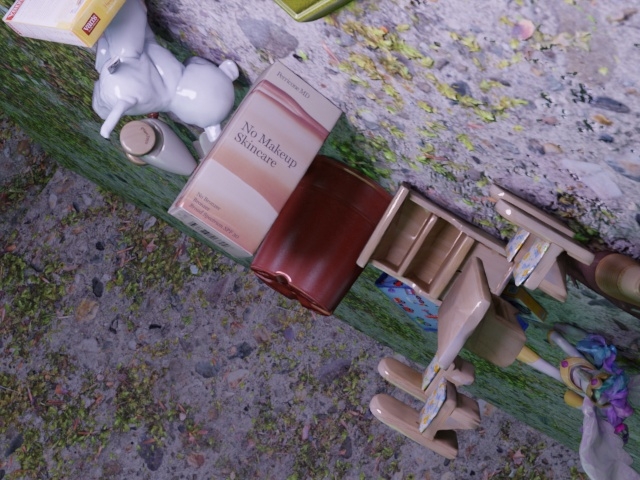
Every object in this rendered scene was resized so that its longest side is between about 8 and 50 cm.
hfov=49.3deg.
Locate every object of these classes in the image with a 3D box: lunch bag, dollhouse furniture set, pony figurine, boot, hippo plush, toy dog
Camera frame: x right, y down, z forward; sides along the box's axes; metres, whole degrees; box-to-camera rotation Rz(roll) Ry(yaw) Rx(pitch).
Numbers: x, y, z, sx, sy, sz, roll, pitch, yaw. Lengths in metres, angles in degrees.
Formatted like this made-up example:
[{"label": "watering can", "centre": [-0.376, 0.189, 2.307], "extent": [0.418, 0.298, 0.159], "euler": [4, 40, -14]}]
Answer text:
[{"label": "lunch bag", "centre": [0.306, 0.130, 1.557], "extent": [0.221, 0.138, 0.293], "euler": [42, 164, -35]}, {"label": "dollhouse furniture set", "centre": [0.196, 0.065, 1.139], "extent": [0.256, 0.362, 0.394], "euler": [29, -163, 1]}, {"label": "pony figurine", "centre": [0.604, 0.341, 1.487], "extent": [0.351, 0.303, 0.363], "euler": [42, -179, -8]}, {"label": "boot", "centre": [0.509, 0.082, 1.119], "extent": [0.248, 0.090, 0.207], "euler": [31, -178, -21]}, {"label": "hippo plush", "centre": [-0.265, -0.303, 1.227], "extent": [0.236, 0.234, 0.294], "euler": [4, -165, -23]}, {"label": "toy dog", "centre": [-0.333, -0.237, 1.724], "extent": [0.333, 0.161, 0.220], "euler": [22, 171, -33]}]

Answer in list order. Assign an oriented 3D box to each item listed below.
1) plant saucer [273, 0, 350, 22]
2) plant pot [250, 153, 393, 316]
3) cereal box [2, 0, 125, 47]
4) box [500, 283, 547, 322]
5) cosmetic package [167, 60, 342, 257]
[{"label": "plant saucer", "centre": [-0.037, -0.333, 0.823], "extent": [0.188, 0.045, 0.188], "euler": [37, 166, -23]}, {"label": "plant pot", "centre": [0.000, 0.000, 1.489], "extent": [0.272, 0.265, 0.272], "euler": [30, 167, 8]}, {"label": "cereal box", "centre": [-0.393, -0.397, 1.114], "extent": [0.240, 0.173, 0.047], "euler": [21, 165, 41]}, {"label": "box", "centre": [0.439, 0.138, 1.538], "extent": [0.136, 0.028, 0.081], "euler": [37, 167, -33]}, {"label": "cosmetic package", "centre": [-0.110, -0.132, 1.181], "extent": [0.153, 0.296, 0.129], "euler": [34, 166, -16]}]
